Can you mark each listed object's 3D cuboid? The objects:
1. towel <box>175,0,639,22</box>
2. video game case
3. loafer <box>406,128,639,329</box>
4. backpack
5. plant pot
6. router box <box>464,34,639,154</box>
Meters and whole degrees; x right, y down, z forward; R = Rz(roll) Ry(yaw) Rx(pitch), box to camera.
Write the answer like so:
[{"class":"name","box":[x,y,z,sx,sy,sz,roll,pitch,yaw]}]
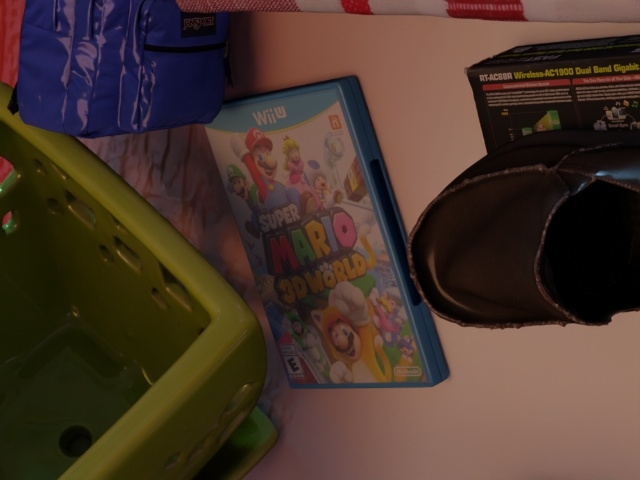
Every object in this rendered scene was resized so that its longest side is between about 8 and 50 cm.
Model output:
[{"class":"towel","box":[0.075,-0.199,0.711,0.329,0.037,0.237,5,108,28]},{"class":"video game case","box":[0.000,0.000,1.012,0.119,0.015,0.166,-6,105,50]},{"class":"loafer","box":[0.104,-0.004,0.779,0.220,0.078,0.080,-18,98,51]},{"class":"backpack","box":[-0.097,-0.118,0.996,0.101,0.098,0.120,13,107,34]},{"class":"plant pot","box":[-0.165,0.089,1.065,0.228,0.227,0.207,41,167,25]},{"class":"router box","box":[0.128,-0.041,0.828,0.122,0.038,0.092,1,112,48]}]
